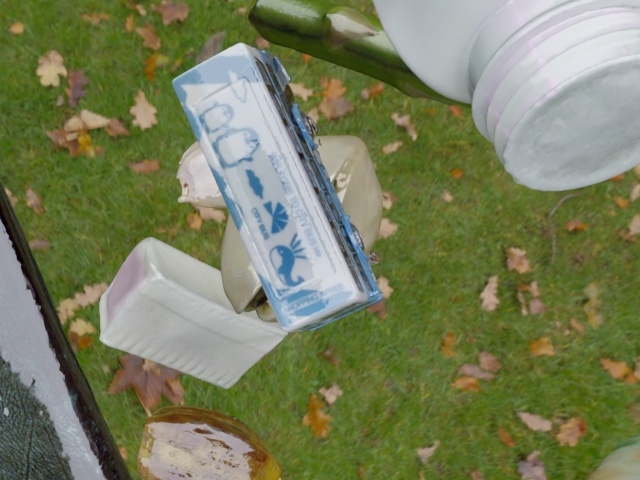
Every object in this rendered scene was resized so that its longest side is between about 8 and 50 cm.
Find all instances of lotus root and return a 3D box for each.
[{"bbox_3d":[-0.219,0.434,1.687,0.290,0.193,0.193,19,68,-6],"label":"lotus root"}]

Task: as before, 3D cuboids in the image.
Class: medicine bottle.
[{"bbox_3d":[0.114,-0.189,0.530,0.179,0.124,0.324,0,57,-21],"label":"medicine bottle"}]

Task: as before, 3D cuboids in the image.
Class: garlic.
[{"bbox_3d":[-0.228,-0.163,1.947,0.217,0.110,0.228,26,42,14],"label":"garlic"}]

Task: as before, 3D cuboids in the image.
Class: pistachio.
[{"bbox_3d":[-0.026,-0.016,1.167,0.207,0.226,0.332,38,56,-10],"label":"pistachio"}]

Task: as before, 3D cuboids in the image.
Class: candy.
[{"bbox_3d":[-0.260,0.151,1.718,0.358,0.208,0.145,28,27,-37],"label":"candy"}]

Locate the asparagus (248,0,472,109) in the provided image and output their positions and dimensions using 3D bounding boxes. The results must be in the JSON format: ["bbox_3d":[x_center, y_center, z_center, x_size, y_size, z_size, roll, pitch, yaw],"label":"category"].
[{"bbox_3d":[0.049,-0.191,0.826,0.277,0.067,0.060,27,56,26],"label":"asparagus"}]

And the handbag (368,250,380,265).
[{"bbox_3d":[0.000,0.000,1.666,0.193,0.252,0.190,-4,30,25],"label":"handbag"}]

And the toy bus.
[{"bbox_3d":[-0.041,-0.052,0.882,0.106,0.131,0.297,-25,85,13],"label":"toy bus"}]

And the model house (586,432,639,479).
[{"bbox_3d":[0.316,0.249,0.457,0.245,0.312,0.280,-12,85,-57],"label":"model house"}]

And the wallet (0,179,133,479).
[{"bbox_3d":[-0.235,0.043,0.490,0.172,0.045,0.318,-21,97,11],"label":"wallet"}]
